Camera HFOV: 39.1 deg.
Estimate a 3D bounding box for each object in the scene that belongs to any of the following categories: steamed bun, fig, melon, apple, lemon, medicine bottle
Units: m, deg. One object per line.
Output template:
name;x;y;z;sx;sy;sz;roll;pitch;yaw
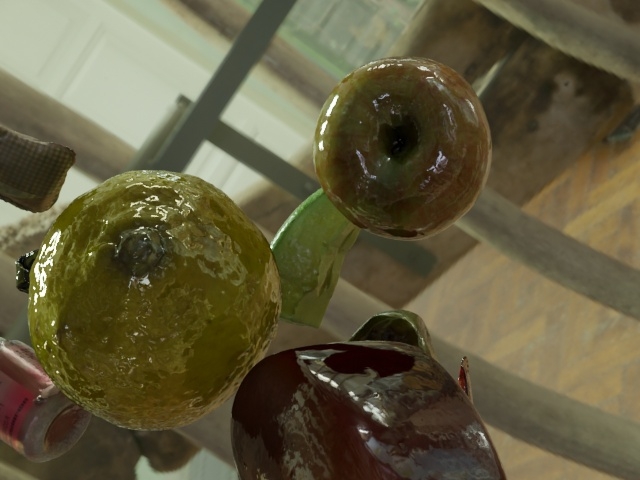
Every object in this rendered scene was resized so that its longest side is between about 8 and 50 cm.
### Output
steamed bun;0.056;0.255;1.045;0.379;0.235;0.248;45;129;52
fig;0.123;0.179;1.440;0.154;0.144;0.166;-36;2;41
melon;0.000;0.000;1.519;0.323;0.124;0.196;-61;-18;2
apple;0.120;-0.129;1.295;0.264;0.264;0.264;-52;14;19
lemon;-0.220;0.074;1.211;0.387;0.350;0.349;97;-162;-62
medicine bottle;-0.488;0.235;1.426;0.147;0.247;0.147;-45;-29;-34

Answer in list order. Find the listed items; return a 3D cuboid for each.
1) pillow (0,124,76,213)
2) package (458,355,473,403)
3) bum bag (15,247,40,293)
pillow;-0.459;-0.112;1.255;0.135;0.211;0.034;-52;31;35
package;0.264;0.314;1.622;0.083;0.022;0.200;46;-137;-65
bum bag;-0.417;0.026;1.540;0.233;0.106;0.060;-32;-16;0
